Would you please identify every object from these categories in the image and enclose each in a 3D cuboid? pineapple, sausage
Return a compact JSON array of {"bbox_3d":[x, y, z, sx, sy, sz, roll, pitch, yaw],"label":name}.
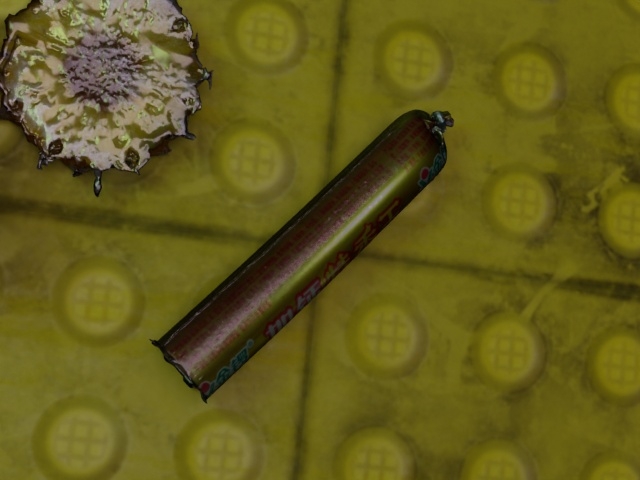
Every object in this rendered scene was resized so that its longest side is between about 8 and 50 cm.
[{"bbox_3d":[-0.203,-0.149,1.114,0.221,0.047,0.221,2,82,-11],"label":"pineapple"},{"bbox_3d":[0.000,0.000,1.135,0.371,0.082,0.082,-43,95,-16],"label":"sausage"}]
